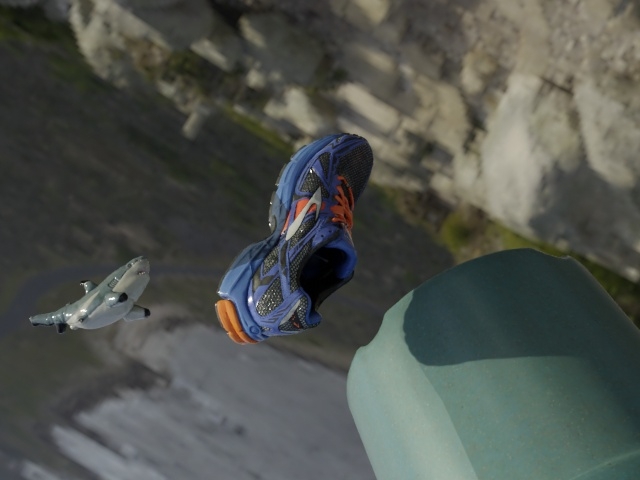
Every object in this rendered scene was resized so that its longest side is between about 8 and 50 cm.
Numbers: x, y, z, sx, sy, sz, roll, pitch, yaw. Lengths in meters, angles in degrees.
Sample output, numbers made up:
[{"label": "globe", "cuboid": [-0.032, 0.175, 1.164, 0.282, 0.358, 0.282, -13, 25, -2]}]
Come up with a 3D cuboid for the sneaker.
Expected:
[{"label": "sneaker", "cuboid": [0.000, 0.000, 1.291, 0.087, 0.221, 0.083, 3, 142, 33]}]

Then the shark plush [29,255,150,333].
[{"label": "shark plush", "cuboid": [-0.277, 0.076, 1.911, 0.161, 0.067, 0.073, -26, 153, 23]}]

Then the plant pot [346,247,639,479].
[{"label": "plant pot", "cuboid": [0.198, 0.205, 1.310, 0.341, 0.341, 0.334, 51, -171, -51]}]
